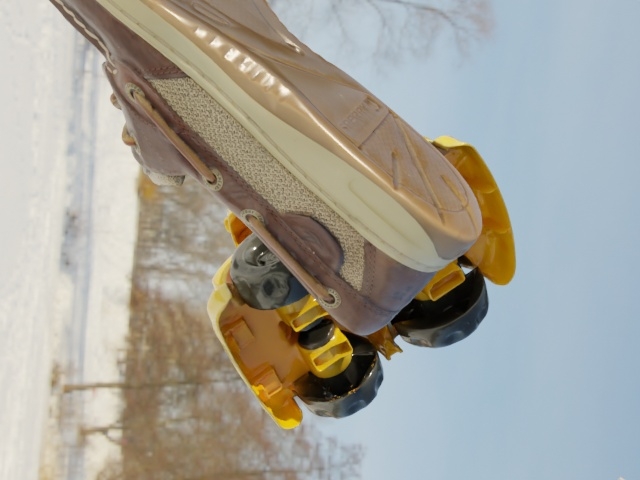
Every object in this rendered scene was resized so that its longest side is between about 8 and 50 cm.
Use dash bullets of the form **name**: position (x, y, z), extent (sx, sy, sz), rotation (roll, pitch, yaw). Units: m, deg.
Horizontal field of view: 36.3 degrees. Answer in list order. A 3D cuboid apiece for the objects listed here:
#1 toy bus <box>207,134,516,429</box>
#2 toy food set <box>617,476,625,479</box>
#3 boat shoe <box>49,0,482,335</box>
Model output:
- **toy bus**: position (0.000, 0.000, 0.738), extent (0.211, 0.220, 0.149), rotation (41, -18, 50)
- **toy food set**: position (0.409, 0.537, 1.457), extent (0.306, 0.092, 0.220), rotation (-56, -147, 27)
- **boat shoe**: position (-0.071, -0.079, 0.561), extent (0.123, 0.342, 0.123), rotation (-51, 179, 29)
